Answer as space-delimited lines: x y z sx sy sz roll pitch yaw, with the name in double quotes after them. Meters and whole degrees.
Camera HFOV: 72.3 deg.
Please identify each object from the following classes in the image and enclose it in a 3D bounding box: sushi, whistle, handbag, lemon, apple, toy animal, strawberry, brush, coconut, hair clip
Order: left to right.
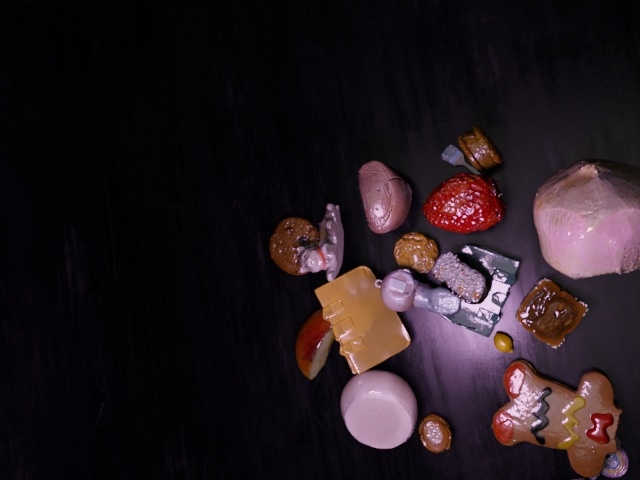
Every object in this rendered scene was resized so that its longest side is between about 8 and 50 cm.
-0.014 0.454 2.004 0.254 0.179 0.345 38 108 61 "apple"
0.000 0.000 1.963 0.188 0.266 0.307 -6 105 32 "toy animal"
0.168 0.336 1.875 0.283 0.133 0.400 -24 76 -14 "handbag"
0.389 0.219 1.773 0.348 0.189 0.189 15 95 18 "whistle"
0.541 -0.136 1.690 0.289 0.250 0.238 -18 83 2 "strawberry"
0.536 0.144 1.662 0.225 0.126 0.136 42 110 23 "sushi"
0.589 -0.316 1.799 0.196 0.021 0.070 42 108 20 "brush"
0.623 0.190 1.736 0.239 0.089 0.326 22 99 23 "handbag"
0.710 0.400 1.701 0.065 0.065 0.092 -46 68 18 "lemon"
0.902 -0.098 1.434 0.405 0.405 0.404 -1 89 26 "coconut"
1.019 0.784 1.555 0.172 0.049 0.116 -46 74 13 "hair clip"

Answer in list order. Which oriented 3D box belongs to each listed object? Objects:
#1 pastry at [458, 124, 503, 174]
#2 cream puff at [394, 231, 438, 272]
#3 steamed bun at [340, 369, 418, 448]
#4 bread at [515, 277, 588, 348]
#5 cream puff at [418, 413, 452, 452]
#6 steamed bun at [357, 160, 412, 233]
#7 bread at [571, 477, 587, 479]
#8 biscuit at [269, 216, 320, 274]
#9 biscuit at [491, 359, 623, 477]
0.620 -0.351 1.696 0.103 0.189 0.188 -36 74 27 "pastry"
0.396 0.054 1.827 0.189 0.129 0.188 -1 89 29 "cream puff"
0.244 0.686 1.824 0.325 0.206 0.324 4 108 11 "steamed bun"
0.843 0.265 1.614 0.192 0.110 0.209 38 105 20 "bread"
0.469 0.784 1.789 0.127 0.103 0.143 -16 82 12 "cream puff"
0.282 -0.187 1.836 0.199 0.251 0.301 -14 86 14 "steamed bun"
0.777 0.980 1.601 0.417 0.165 0.113 -25 80 23 "bread"
-0.124 0.025 2.109 0.296 0.075 0.295 -1 87 25 "biscuit"
0.858 0.623 1.594 0.394 0.076 0.367 13 88 28 "biscuit"
